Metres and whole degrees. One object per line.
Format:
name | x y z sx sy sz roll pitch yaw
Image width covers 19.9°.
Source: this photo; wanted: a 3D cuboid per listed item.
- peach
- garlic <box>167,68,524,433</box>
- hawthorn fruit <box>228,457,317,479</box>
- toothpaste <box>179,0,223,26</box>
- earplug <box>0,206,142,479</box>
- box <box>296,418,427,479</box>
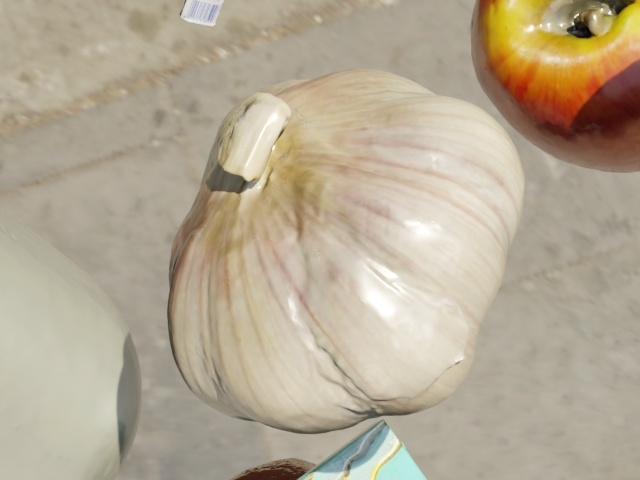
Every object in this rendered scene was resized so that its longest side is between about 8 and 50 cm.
peach | 0.265 -0.177 1.614 0.281 0.281 0.238 -2 83 15
garlic | 0.011 0.010 1.415 0.241 0.322 0.322 12 87 -26
hawthorn fruit | -0.032 0.325 1.834 0.215 0.250 0.215 0 91 8
toothpaste | -0.083 -0.290 1.702 0.040 0.047 0.196 18 125 -11
earplug | -0.359 0.118 1.716 0.313 0.394 0.312 -22 48 27
box | 0.058 0.289 1.555 0.162 0.041 0.229 -34 87 -30
